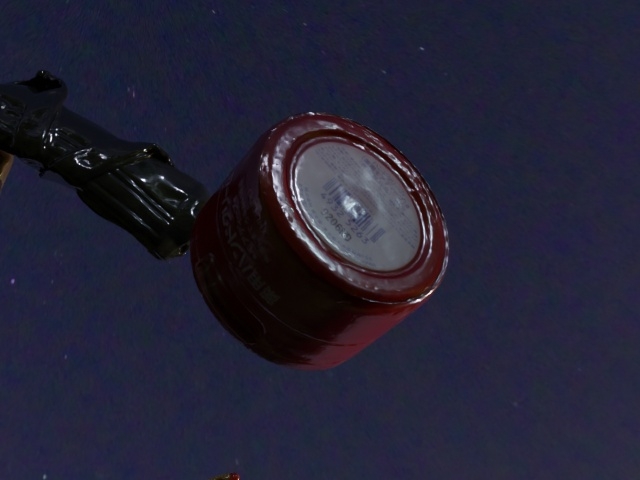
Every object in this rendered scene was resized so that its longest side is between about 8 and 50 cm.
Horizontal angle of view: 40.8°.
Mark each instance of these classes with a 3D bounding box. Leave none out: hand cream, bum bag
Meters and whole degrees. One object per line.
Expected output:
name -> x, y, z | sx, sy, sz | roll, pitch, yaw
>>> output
hand cream -> 0.000, 0.000, 0.714 | 0.193, 0.193, 0.125 | 26, -45, -20
bum bag -> -0.245, -0.094, 0.914 | 0.326, 0.142, 0.079 | 33, -56, 2

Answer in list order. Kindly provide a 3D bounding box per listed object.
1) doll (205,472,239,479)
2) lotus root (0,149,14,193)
doll -> -0.165, 0.303, 0.898 | 0.169, 0.109, 0.057 | -7, -36, -3
lotus root -> -0.470, 0.030, 0.925 | 0.111, 0.390, 0.375 | 36, -68, -27
